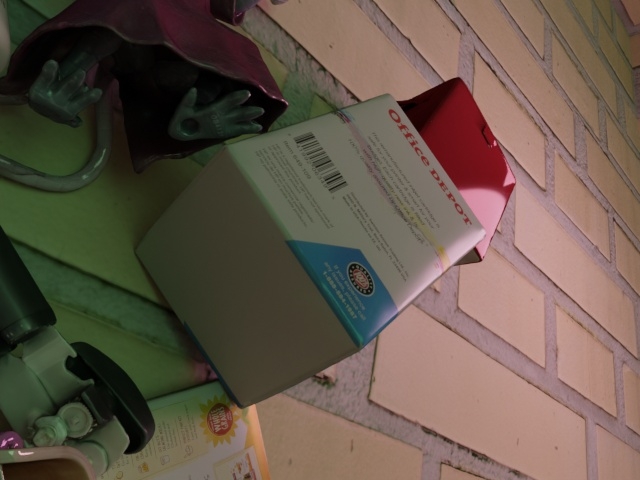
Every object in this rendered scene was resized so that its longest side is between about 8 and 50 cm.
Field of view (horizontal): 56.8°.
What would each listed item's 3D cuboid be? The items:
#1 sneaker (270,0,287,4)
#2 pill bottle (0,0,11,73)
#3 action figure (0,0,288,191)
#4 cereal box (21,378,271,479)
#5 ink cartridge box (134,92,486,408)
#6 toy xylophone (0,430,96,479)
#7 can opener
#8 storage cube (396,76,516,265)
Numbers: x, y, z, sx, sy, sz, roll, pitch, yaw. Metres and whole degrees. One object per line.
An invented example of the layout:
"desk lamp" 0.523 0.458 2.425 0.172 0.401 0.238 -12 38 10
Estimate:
"sneaker" -0.102 -0.348 0.761 0.152 0.061 0.054 22 69 -20
"pill bottle" -0.305 -0.231 0.429 0.131 0.131 0.229 6 63 -47
"action figure" -0.157 -0.232 0.595 0.248 0.276 0.370 33 36 -44
"cereal box" -0.149 0.230 0.527 0.240 0.047 0.173 -4 79 -47
"ink cartridge box" 0.000 0.000 0.620 0.270 0.197 0.198 -30 85 -48
"toy xylophone" -0.175 0.268 0.372 0.081 0.236 0.322 9 64 -79
"can opener" -0.235 0.060 0.449 0.280 0.074 0.093 58 5 -4
"storage cube" 0.137 -0.079 0.835 0.215 0.183 0.193 56 45 -20
